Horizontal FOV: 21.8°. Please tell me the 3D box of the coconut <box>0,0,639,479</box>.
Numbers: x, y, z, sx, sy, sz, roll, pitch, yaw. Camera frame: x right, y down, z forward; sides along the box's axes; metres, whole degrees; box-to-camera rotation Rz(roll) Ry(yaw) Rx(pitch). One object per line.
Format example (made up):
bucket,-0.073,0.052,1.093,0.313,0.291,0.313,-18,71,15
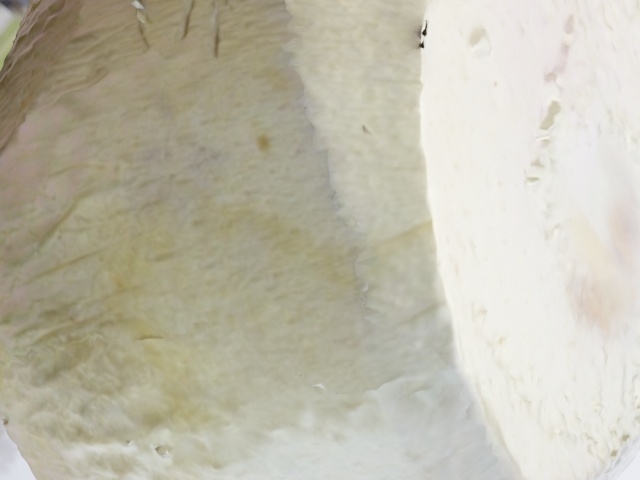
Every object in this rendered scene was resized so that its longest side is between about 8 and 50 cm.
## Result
coconut,0.000,0.000,0.649,0.254,0.297,0.297,-9,-145,38
